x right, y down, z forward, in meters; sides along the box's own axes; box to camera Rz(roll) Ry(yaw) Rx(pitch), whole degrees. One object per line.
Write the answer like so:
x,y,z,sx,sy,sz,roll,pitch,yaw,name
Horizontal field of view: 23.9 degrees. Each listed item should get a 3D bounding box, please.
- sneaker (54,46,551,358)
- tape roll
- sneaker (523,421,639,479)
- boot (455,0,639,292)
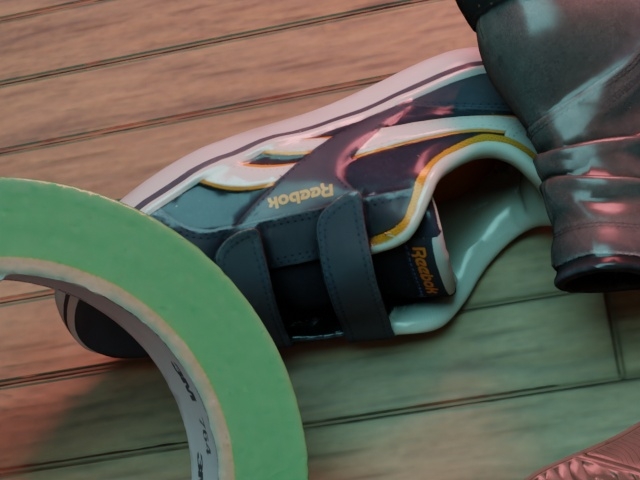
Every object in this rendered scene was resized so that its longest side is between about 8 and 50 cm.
0.000,0.000,0.904,0.321,0.126,0.127,-28,50,-4,sneaker
-0.168,0.129,0.792,0.321,0.077,0.321,2,84,-16,tape roll
0.189,0.158,0.793,0.222,0.118,0.083,-12,31,-24,sneaker
0.251,-0.092,0.901,0.338,0.118,0.223,-16,79,-17,boot
